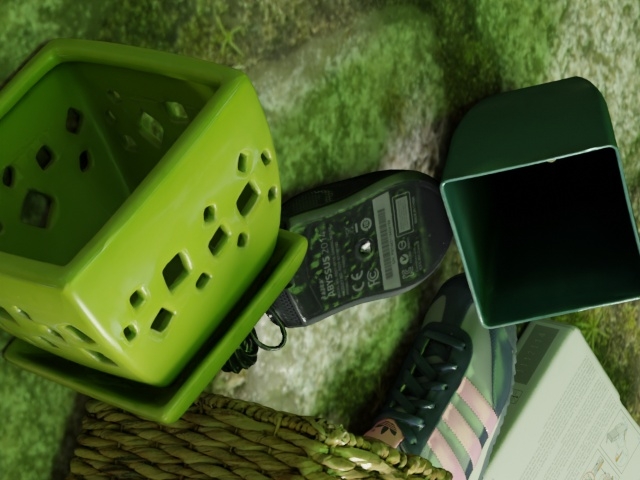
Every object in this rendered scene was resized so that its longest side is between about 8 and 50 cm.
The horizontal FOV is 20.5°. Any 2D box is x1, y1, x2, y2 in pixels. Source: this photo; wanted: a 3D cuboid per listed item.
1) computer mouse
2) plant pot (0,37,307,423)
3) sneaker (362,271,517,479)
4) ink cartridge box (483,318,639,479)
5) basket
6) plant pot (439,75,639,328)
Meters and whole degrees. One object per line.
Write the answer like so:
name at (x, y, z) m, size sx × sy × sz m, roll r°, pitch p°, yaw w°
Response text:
computer mouse at (0.000, 0.000, 1.635) m, size 0.272 × 0.072 × 0.188 m, roll -15°, pitch 111°, yaw -30°
plant pot at (-0.157, 0.001, 1.367) m, size 0.228 × 0.227 × 0.207 m, roll -51°, pitch 135°, yaw -26°
sneaker at (0.102, 0.178, 1.735) m, size 0.131 × 0.112 × 0.319 m, roll 18°, pitch 84°, yaw -48°
ink cartridge box at (0.237, 0.278, 1.922) m, size 0.296 × 0.066 × 0.261 m, roll -55°, pitch 131°, yaw -22°
basket at (-0.061, 0.251, 1.451) m, size 0.213 × 0.299 × 0.223 m, roll 27°, pitch 76°, yaw -46°
plant pot at (0.219, -0.057, 1.730) m, size 0.234 × 0.166 × 0.165 m, roll -80°, pitch 155°, yaw -60°
